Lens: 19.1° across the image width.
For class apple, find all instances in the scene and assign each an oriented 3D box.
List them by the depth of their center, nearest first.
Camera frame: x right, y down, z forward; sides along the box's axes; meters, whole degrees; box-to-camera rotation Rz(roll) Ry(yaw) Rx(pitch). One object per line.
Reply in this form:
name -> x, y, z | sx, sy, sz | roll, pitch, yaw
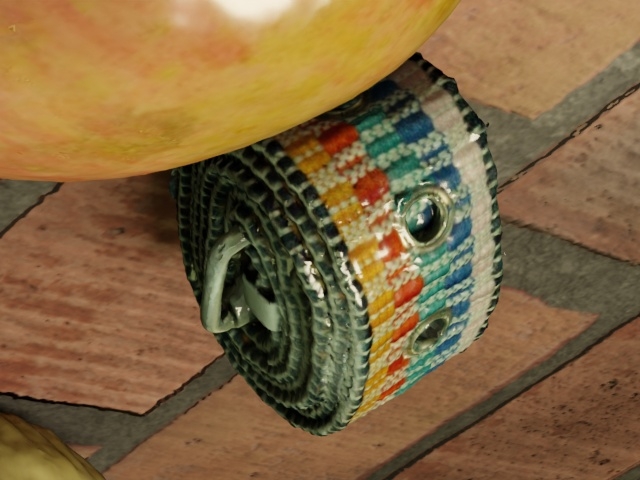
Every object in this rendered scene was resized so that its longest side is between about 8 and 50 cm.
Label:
apple -> -0.085, -0.196, 0.705 | 0.364, 0.364, 0.364 | -14, 151, -8

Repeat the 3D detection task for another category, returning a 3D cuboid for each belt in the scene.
belt -> 0.000, 0.000, 1.221 | 0.160, 0.207, 0.295 | -28, 162, -22

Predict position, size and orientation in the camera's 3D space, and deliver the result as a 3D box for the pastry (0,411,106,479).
pastry -> -0.318, 0.325, 1.528 | 0.388, 0.312, 0.388 | -14, 146, -9
